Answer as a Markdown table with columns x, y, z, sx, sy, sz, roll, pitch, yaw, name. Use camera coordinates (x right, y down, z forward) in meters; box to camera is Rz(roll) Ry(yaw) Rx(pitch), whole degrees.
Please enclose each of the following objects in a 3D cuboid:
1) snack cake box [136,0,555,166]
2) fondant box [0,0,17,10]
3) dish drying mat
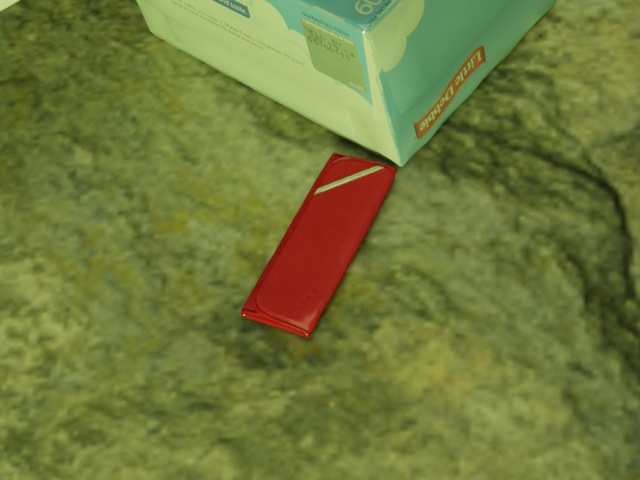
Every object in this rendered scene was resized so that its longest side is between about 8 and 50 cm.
| x | y | z | sx | sy | sz | roll | pitch | yaw | name |
| --- | --- | --- | --- | --- | --- | --- | --- | --- | --- |
| 0.052 | -0.174 | 0.717 | 0.152 | 0.089 | 0.264 | 29 | 66 | 31 | snack cake box |
| -0.174 | -0.186 | 0.699 | 0.330 | 0.096 | 0.238 | -30 | 39 | 3 | fondant box |
| 0.000 | 0.000 | 0.653 | 0.032 | 0.008 | 0.083 | 17 | 60 | 23 | dish drying mat |
